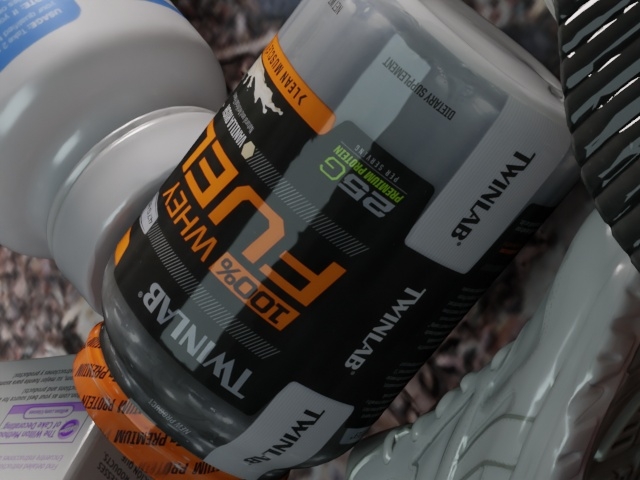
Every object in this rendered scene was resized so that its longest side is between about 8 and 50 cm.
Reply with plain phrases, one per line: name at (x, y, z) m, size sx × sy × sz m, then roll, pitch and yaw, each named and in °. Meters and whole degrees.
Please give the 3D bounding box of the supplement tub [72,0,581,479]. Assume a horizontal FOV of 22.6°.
supplement tub at (0.000, 0.000, 0.578) m, size 0.190 × 0.117 × 0.117 m, roll -52°, pitch 58°, yaw 16°

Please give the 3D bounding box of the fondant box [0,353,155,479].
fondant box at (-0.201, 0.201, 0.645) m, size 0.238 × 0.096 × 0.330 m, roll -8°, pitch 39°, yaw 39°

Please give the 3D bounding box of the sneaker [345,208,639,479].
sneaker at (0.057, 0.081, 0.566) m, size 0.115 × 0.090 × 0.232 m, roll 33°, pitch 109°, yaw 39°

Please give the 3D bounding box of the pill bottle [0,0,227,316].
pill bottle at (-0.118, -0.070, 0.690) m, size 0.221 × 0.124 × 0.124 m, roll 49°, pitch 118°, yaw 31°

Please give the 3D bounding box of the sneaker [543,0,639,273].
sneaker at (0.123, -0.076, 0.463) m, size 0.122 × 0.146 × 0.330 m, roll -33°, pitch 53°, yaw 18°
